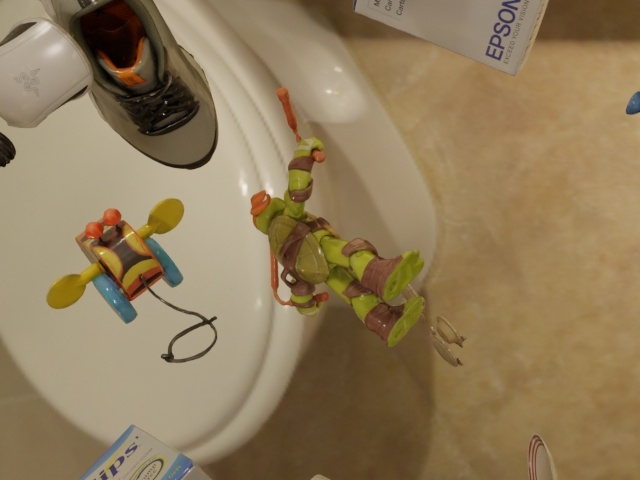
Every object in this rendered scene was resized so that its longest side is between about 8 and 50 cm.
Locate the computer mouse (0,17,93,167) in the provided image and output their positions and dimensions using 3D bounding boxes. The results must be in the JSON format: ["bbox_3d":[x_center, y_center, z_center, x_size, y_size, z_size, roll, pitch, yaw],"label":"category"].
[{"bbox_3d":[-0.238,-0.111,0.782,0.193,0.042,0.106,-15,119,48],"label":"computer mouse"}]

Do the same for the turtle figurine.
[{"bbox_3d":[0.000,0.000,1.044,0.217,0.087,0.269,32,134,33],"label":"turtle figurine"}]

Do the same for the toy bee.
[{"bbox_3d":[-0.234,0.014,1.301,0.298,0.195,0.162,5,135,42],"label":"toy bee"}]

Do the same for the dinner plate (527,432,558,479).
[{"bbox_3d":[0.347,0.369,1.640,0.017,0.141,0.141,-5,88,-6],"label":"dinner plate"}]

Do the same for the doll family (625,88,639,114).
[{"bbox_3d":[0.422,-0.180,0.987,0.163,0.118,0.263,35,116,31],"label":"doll family"}]

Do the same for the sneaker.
[{"bbox_3d":[-0.156,-0.139,0.886,0.100,0.271,0.108,-27,53,1],"label":"sneaker"}]

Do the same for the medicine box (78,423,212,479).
[{"bbox_3d":[-0.298,0.459,1.674,0.149,0.263,0.289,52,159,-22],"label":"medicine box"}]

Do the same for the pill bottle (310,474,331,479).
[{"bbox_3d":[0.088,0.490,1.666,0.278,0.162,0.162,25,106,16],"label":"pill bottle"}]

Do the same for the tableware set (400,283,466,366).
[{"bbox_3d":[0.165,0.120,1.605,0.020,0.141,0.168,-38,74,-12],"label":"tableware set"}]

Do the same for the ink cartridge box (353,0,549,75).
[{"bbox_3d":[0.147,-0.406,1.317,0.330,0.071,0.324,23,134,12],"label":"ink cartridge box"}]
